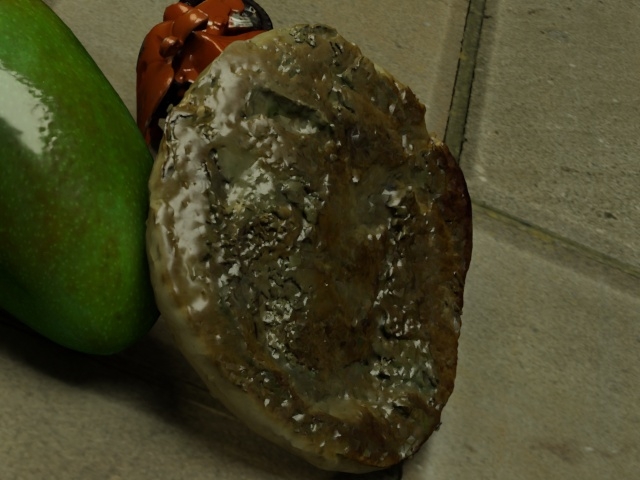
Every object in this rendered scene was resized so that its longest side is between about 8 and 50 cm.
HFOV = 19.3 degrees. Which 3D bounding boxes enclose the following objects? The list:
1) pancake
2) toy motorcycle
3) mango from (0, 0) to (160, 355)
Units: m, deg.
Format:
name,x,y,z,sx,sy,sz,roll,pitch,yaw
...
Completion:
name,x,y,z,sx,sy,sz,roll,pitch,yaw
pancake,0.002,-0.001,1.456,0.356,0.065,0.356,14,69,-43
toy motorcycle,-0.041,-0.105,1.660,0.325,0.148,0.221,40,45,16
mango,-0.251,-0.070,1.426,0.382,0.201,0.225,51,17,16
